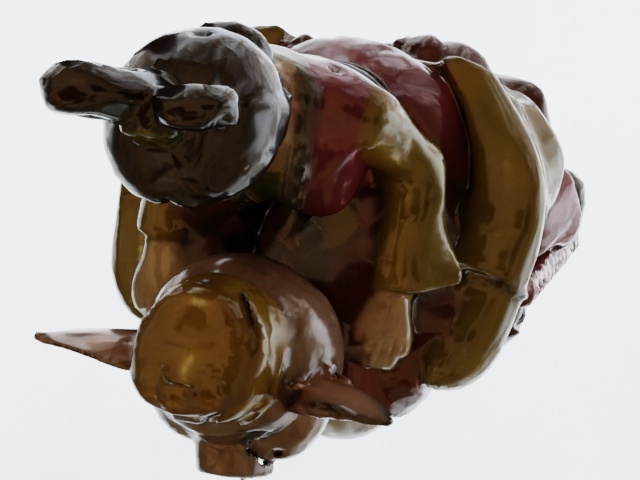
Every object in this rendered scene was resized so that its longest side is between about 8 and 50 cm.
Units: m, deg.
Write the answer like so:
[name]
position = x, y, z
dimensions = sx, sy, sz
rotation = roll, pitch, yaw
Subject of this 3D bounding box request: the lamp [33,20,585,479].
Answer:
[lamp]
position = 0.000, 0.000, 0.430
dimensions = 0.118, 0.253, 0.118
rotation = 2, -82, 15
